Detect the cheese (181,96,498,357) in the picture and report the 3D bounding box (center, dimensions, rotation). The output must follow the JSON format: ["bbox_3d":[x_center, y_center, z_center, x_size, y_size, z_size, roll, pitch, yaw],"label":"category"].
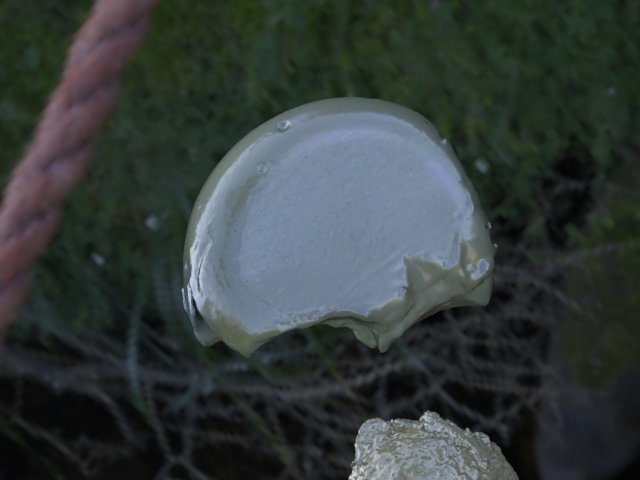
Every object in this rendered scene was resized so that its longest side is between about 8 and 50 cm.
[{"bbox_3d":[0.000,0.000,1.274,0.202,0.175,0.091,-25,-9,-10],"label":"cheese"}]

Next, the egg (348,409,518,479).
[{"bbox_3d":[0.085,0.193,1.461,0.116,0.140,0.118,160,128,-73],"label":"egg"}]
